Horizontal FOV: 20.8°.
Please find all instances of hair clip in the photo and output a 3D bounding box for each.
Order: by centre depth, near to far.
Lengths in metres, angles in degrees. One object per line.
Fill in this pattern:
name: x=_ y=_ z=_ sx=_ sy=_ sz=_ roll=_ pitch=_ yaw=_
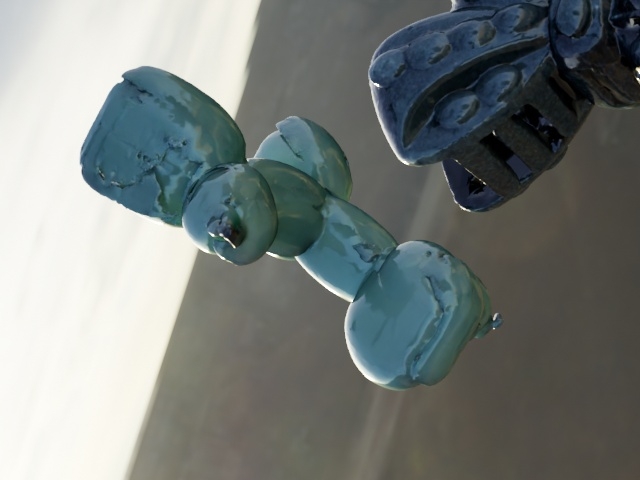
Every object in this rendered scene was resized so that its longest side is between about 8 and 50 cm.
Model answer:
hair clip: x=0.191 y=-0.139 z=1.133 sx=0.194 sy=0.310 sz=0.206 roll=34 pitch=-124 yaw=-49

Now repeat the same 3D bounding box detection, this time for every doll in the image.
doll: x=0.000 y=0.000 z=0.686 sx=0.059 sy=0.159 sz=0.158 roll=-58 pitch=44 yaw=13
